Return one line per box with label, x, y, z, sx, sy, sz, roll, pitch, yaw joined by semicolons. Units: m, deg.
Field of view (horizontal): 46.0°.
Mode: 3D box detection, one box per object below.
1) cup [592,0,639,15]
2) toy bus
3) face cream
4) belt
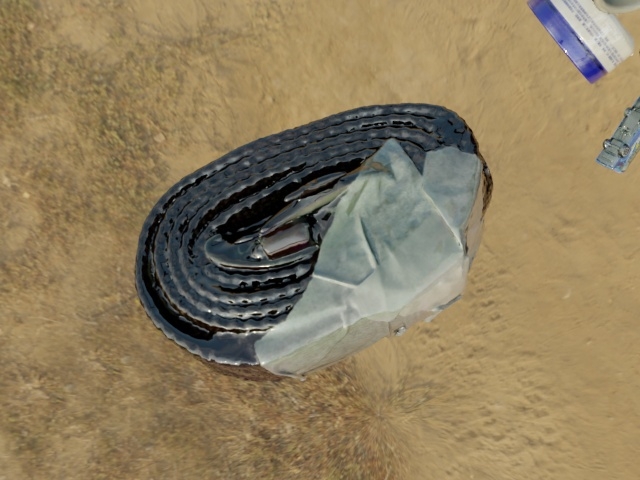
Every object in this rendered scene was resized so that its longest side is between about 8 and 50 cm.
cup;0.398;-0.480;0.959;0.228;0.301;0.256;-26;73;-3
toy bus;0.583;-0.198;1.414;0.153;0.061;0.051;-59;40;11
face cream;0.490;-0.404;1.411;0.111;0.206;0.205;-36;75;24
belt;0.000;0.000;0.602;0.289;0.164;0.184;-24;66;1
